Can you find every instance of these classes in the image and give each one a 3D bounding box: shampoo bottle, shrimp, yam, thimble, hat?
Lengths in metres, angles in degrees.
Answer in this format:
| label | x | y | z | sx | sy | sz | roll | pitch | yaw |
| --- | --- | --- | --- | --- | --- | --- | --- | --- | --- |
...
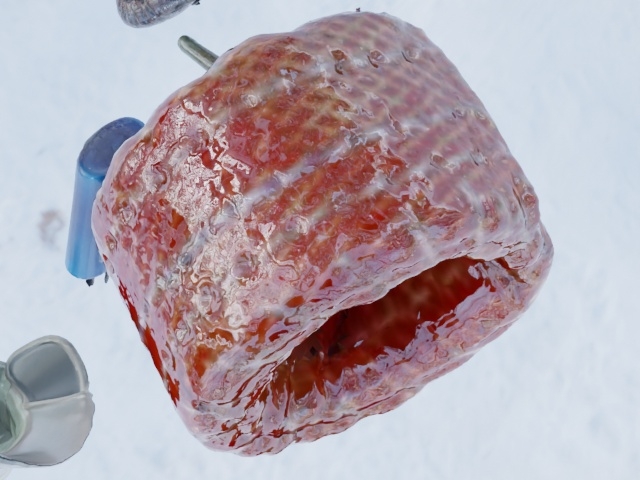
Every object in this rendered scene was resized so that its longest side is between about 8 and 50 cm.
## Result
| label | x | y | z | sx | sy | sz | roll | pitch | yaw |
| --- | --- | --- | --- | --- | --- | --- | --- | --- | --- |
| shampoo bottle | -0.197 | -0.027 | 1.436 | 0.050 | 0.087 | 0.183 | 28 | 141 | 9 |
| shrimp | -0.142 | -0.269 | 1.600 | 0.165 | 0.057 | 0.065 | -34 | 60 | 20 |
| yam | -0.100 | -0.172 | 1.585 | 0.116 | 0.021 | 0.021 | 38 | 111 | 19 |
| thimble | 0.000 | 0.000 | 1.292 | 0.350 | 0.350 | 0.230 | -39 | 65 | 18 |
| hat | -0.358 | 0.199 | 1.634 | 0.275 | 0.232 | 0.161 | 2 | 112 | 34 |
